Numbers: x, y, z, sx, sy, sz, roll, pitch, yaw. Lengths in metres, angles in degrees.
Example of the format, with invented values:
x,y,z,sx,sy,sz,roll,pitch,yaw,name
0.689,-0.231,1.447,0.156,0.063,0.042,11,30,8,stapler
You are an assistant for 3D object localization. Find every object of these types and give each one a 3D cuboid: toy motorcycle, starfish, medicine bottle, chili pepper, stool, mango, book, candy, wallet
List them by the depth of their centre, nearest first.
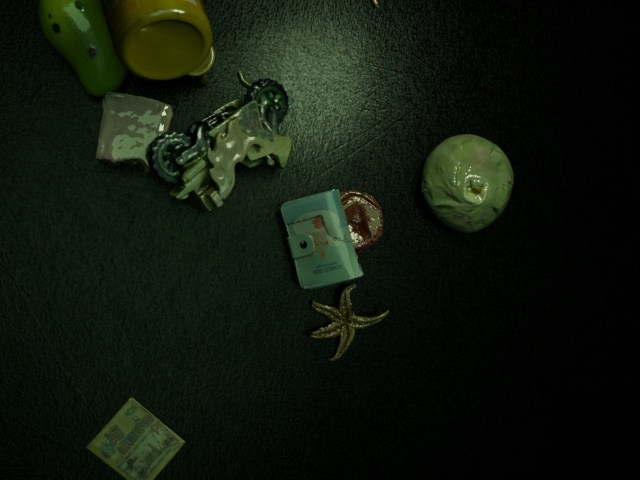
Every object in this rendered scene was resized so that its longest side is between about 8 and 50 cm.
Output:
x,y,z,sx,sy,sz,roll,pitch,yaw,name
-0.408,-0.586,1.511,0.224,0.224,0.384,-16,66,-13,medicine bottle
-0.577,-0.501,1.579,0.175,0.143,0.293,-26,106,-11,mango
-0.459,-0.267,1.609,0.184,0.137,0.195,11,86,-14,candy
-0.229,-0.234,1.627,0.410,0.168,0.237,-34,117,-23,toy motorcycle
-0.331,-0.467,1.651,0.135,0.110,0.134,-35,100,-12,stool
-0.479,0.533,1.675,0.192,0.013,0.168,43,82,-10,book
0.000,0.000,1.730,0.176,0.075,0.250,-15,94,11,wallet
-0.191,-0.428,1.734,0.083,0.017,0.030,27,76,-14,chili pepper
0.073,0.228,1.788,0.238,0.057,0.213,-4,99,-10,starfish

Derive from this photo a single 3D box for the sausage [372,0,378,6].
x,y,z,sx,sy,sz,roll,pitch,yaw,name
0.137,-0.705,1.812,0.015,0.015,0.100,-32,98,-11,sausage

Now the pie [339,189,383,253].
x,y,z,sx,sy,sz,roll,pitch,yaw,name
0.090,-0.052,1.788,0.182,0.049,0.182,0,93,-9,pie

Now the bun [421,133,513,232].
x,y,z,sx,sy,sz,roll,pitch,yaw,name
0.430,-0.168,1.806,0.283,0.179,0.283,1,88,-15,bun
